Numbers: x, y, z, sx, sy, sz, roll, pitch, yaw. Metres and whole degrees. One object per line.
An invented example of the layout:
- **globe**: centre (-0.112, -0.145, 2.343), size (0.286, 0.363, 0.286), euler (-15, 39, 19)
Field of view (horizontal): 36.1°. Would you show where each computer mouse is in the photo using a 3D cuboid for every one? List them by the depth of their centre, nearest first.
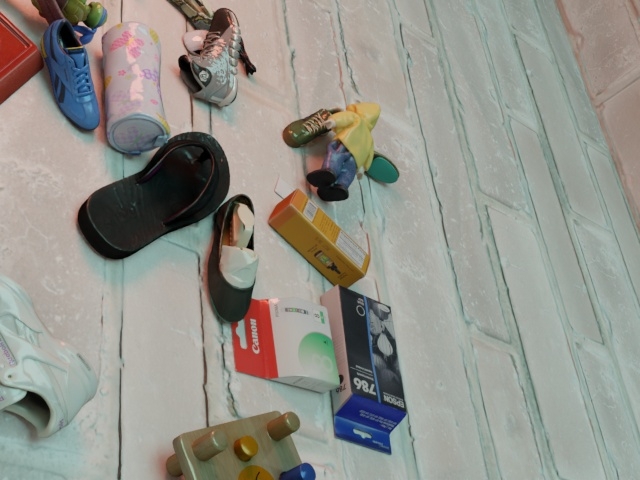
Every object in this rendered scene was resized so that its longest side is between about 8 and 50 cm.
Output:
- **computer mouse**: centre (-0.231, -0.445, 2.264), size (0.193, 0.042, 0.106), euler (5, 58, -48)

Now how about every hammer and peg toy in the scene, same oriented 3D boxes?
- **hammer and peg toy**: centre (-0.082, 0.464, 1.597), size (0.266, 0.127, 0.361), euler (-3, 64, -53)

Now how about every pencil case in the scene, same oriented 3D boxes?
- **pencil case**: centre (-0.362, -0.301, 1.920), size (0.124, 0.113, 0.273), euler (-2, 56, -16)

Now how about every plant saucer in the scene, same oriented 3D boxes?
- **plant saucer**: centre (-0.630, -0.357, 1.718), size (0.258, 0.047, 0.259), euler (44, 35, -14)

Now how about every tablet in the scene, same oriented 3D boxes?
- **tablet**: centre (-0.067, -0.103, 2.198), size (0.083, 0.006, 0.054), euler (39, 38, -20)

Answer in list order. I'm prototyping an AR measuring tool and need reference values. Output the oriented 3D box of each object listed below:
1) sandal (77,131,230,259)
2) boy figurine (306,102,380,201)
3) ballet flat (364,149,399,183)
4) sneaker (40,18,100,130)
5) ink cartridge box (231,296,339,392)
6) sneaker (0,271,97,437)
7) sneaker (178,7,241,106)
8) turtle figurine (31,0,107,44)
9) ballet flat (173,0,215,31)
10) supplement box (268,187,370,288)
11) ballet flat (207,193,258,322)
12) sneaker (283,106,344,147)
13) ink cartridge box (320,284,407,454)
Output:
- **sandal**: centre (-0.277, -0.101, 1.861), size (0.168, 0.107, 0.446), euler (50, 35, -6)
- **boy figurine**: centre (0.062, -0.232, 2.305), size (0.177, 0.092, 0.285), euler (50, 48, -35)
- **ballet flat**: centre (0.116, -0.210, 2.451), size (0.206, 0.073, 0.067), euler (28, 34, -36)
- **sneaker**: centre (-0.457, -0.308, 1.821), size (0.069, 0.082, 0.209), euler (-20, 90, -37)
- **ink cartridge box**: centre (-0.070, 0.189, 1.909), size (0.224, 0.056, 0.181), euler (23, 45, -39)
- **sneaker**: centre (-0.460, 0.156, 1.422), size (0.305, 0.114, 0.152), euler (46, 34, -12)
- **sneaker**: centre (-0.248, -0.413, 2.148), size (0.132, 0.086, 0.229), euler (7, 75, -37)
- **turtle figurine**: centre (-0.520, -0.532, 1.873), size (0.266, 0.275, 0.198), euler (12, 18, -39)
- **ballet flat**: centre (-0.305, -0.563, 2.258), size (0.188, 0.070, 0.070), euler (44, 36, -13)
- **supplement box**: centre (0.000, 0.000, 2.128), size (0.233, 0.078, 0.080), euler (45, 33, -14)
- **ballet flat**: centre (-0.166, 0.021, 1.897), size (0.095, 0.096, 0.281), euler (15, 49, -25)
- **sneaker**: centre (-0.010, -0.281, 2.345), size (0.064, 0.086, 0.192), euler (56, 35, 4)
- **ink cartridge box**: centre (0.092, 0.263, 2.027), size (0.165, 0.065, 0.333), euler (24, 45, -36)
